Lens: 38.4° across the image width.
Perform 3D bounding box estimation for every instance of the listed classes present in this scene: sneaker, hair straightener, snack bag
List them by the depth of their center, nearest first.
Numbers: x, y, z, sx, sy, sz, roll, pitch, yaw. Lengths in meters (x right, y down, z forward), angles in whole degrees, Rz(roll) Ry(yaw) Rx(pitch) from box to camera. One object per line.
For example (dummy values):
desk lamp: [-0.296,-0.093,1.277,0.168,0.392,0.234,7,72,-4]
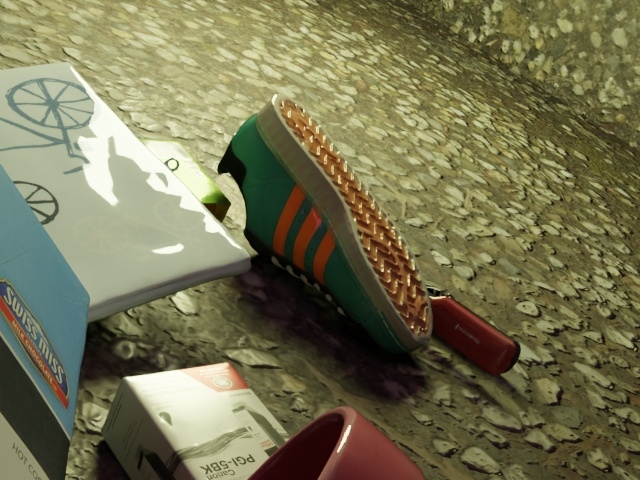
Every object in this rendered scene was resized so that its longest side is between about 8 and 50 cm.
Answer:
snack bag: [-0.265,-0.039,0.794,0.323,0.037,0.342,-20,54,-44]
sneaker: [0.000,0.000,0.951,0.108,0.121,0.302,-4,58,-58]
hair straightener: [0.112,0.071,0.991,0.230,0.047,0.089,29,4,23]

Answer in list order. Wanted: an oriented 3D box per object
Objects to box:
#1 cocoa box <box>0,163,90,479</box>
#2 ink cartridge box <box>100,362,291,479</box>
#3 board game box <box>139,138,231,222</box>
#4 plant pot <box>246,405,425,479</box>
cocoa box: [-0.277,-0.002,0.355,0.232,0.347,0.228,-23,31,4]
ink cartridge box: [-0.073,0.152,0.634,0.099,0.056,0.135,-2,36,-45]
board game box: [-0.227,-0.064,0.936,0.260,0.039,0.124,1,37,-45]
plant pot: [0.014,0.215,0.456,0.180,0.201,0.201,41,26,-2]
